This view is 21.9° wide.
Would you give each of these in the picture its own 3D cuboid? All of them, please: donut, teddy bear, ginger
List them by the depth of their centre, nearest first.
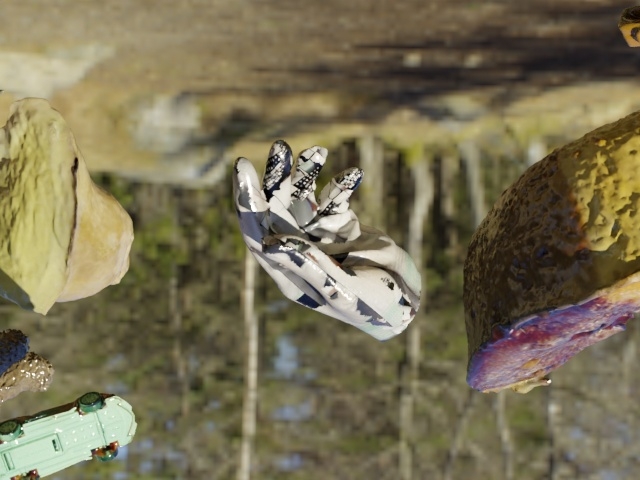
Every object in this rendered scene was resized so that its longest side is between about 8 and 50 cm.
[{"bbox_3d":[0.167,-0.002,0.983,0.295,0.112,0.151,-32,157,33],"label":"donut"},{"bbox_3d":[-0.301,0.152,1.416,0.078,0.160,0.119,16,157,17],"label":"teddy bear"},{"bbox_3d":[-0.222,-0.035,1.461,0.123,0.193,0.115,-14,-148,-41],"label":"ginger"}]

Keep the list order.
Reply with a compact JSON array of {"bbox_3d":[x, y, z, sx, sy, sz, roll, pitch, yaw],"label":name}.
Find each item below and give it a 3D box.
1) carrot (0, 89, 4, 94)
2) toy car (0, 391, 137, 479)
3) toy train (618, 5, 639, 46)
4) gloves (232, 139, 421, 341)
[{"bbox_3d":[-0.364,-0.207,1.339,0.193,0.331,0.214,42,-142,21],"label":"carrot"},{"bbox_3d":[-0.208,0.155,1.315,0.122,0.059,0.035,-20,-150,-12],"label":"toy car"},{"bbox_3d":[0.441,-0.325,1.719,0.163,0.369,0.231,-2,141,39],"label":"toy train"},{"bbox_3d":[-0.004,0.001,1.450,0.212,0.127,0.111,37,149,-17],"label":"gloves"}]
